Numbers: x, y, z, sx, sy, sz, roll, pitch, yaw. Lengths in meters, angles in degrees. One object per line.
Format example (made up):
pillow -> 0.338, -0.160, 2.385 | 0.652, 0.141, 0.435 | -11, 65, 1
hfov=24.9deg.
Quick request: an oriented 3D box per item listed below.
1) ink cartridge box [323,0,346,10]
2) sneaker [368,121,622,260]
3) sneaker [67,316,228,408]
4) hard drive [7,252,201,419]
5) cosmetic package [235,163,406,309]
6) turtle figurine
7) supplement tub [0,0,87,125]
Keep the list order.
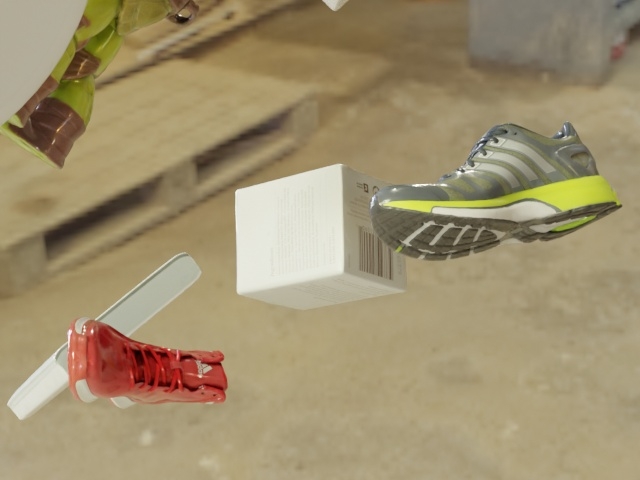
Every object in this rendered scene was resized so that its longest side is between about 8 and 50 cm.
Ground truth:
ink cartridge box -> 0.061, -0.419, 1.850 | 0.201, 0.117, 0.278 | -43, 2, -3
sneaker -> 0.175, -0.057, 1.545 | 0.300, 0.111, 0.121 | -7, 68, -31
sneaker -> -0.161, 0.117, 1.414 | 0.128, 0.087, 0.221 | -4, -9, 8
hard drive -> -0.269, 0.122, 1.770 | 0.203, 0.040, 0.307 | -40, 1, -26
cosmetic package -> 0.000, 0.000, 1.966 | 0.184, 0.151, 0.151 | -12, -18, 35
turtle figurine -> -0.114, -0.147, 0.849 | 0.087, 0.217, 0.269 | 35, -10, 0
supplement tub -> -0.282, -0.191, 0.704 | 0.235, 0.235, 0.325 | -24, 47, -37
